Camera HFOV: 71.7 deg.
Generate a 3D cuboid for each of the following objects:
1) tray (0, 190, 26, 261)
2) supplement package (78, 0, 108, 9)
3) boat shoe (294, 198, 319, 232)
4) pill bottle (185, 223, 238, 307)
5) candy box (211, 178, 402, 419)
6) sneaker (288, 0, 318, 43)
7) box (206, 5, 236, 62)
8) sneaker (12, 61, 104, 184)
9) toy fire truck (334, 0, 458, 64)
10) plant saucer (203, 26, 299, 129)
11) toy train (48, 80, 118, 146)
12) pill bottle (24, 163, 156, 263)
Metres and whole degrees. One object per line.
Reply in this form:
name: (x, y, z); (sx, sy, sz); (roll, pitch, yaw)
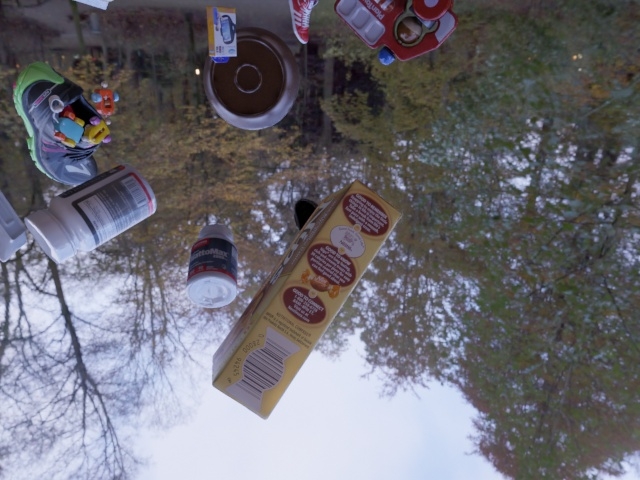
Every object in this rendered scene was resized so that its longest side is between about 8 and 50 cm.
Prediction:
tray: (-0.647, -0.098, 0.837); (0.030, 0.270, 0.145); (-26, -158, -11)
supplement package: (-0.593, -0.737, 1.087); (0.149, 0.203, 0.194); (-2, 155, -45)
boat shoe: (0.000, 0.000, 1.267); (0.132, 0.130, 0.355); (-43, -140, 6)
pill bottle: (-0.240, 0.050, 0.994); (0.108, 0.108, 0.180); (-3, -138, -7)
candy box: (-0.030, 0.073, 0.638); (0.087, 0.316, 0.183); (37, 169, -9)
sneaker: (-0.035, -0.542, 1.066); (0.067, 0.118, 0.042); (5, -149, 37)
box: (-0.264, -0.552, 1.190); (0.028, 0.136, 0.081); (18, -150, 32)
sneaker: (-0.784, -0.317, 1.389); (0.202, 0.483, 0.185); (22, -120, -1)
toy fire truck: (0.219, -0.644, 1.242); (0.302, 0.254, 0.169); (44, -150, -4)
plant saucer: (-0.223, -0.508, 1.390); (0.310, 0.311, 0.050); (2, -167, 4)
toy train: (-0.491, -0.259, 0.913); (0.046, 0.125, 0.166); (11, -154, 20)
pill bottle: (-0.597, -0.072, 1.167); (0.161, 0.161, 0.283); (18, -136, 36)
